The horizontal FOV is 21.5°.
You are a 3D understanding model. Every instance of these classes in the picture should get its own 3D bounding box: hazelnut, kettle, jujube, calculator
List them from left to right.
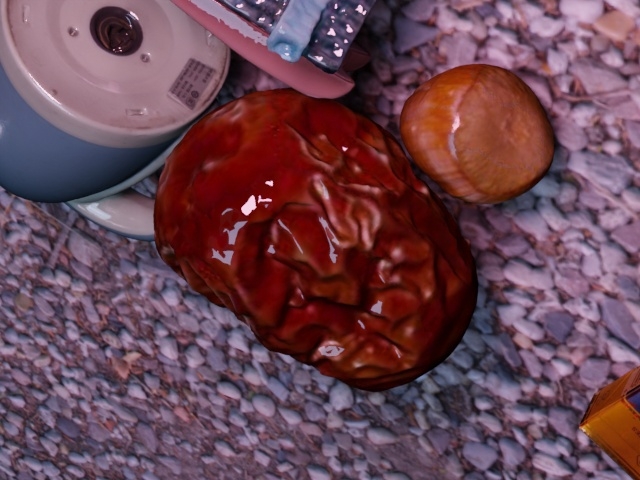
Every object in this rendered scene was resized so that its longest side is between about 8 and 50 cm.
[{"bbox_3d":[-0.247,-0.132,1.864,0.319,0.247,0.342,42,146,-3],"label":"kettle"},{"bbox_3d":[-0.100,-0.251,1.685,0.329,0.220,0.048,36,109,-3],"label":"calculator"},{"bbox_3d":[-0.001,-0.001,1.739,0.276,0.276,0.377,-6,144,36],"label":"jujube"},{"bbox_3d":[0.151,-0.100,1.694,0.150,0.150,0.150,18,132,21],"label":"hazelnut"}]

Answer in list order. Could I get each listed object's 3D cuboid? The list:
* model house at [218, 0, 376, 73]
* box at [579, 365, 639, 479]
[{"bbox_3d":[-0.050,-0.305,1.556,0.261,0.241,0.226,31,140,-8],"label":"model house"},{"bbox_3d":[0.410,0.186,1.805,0.152,0.070,0.237,43,137,-5],"label":"box"}]
